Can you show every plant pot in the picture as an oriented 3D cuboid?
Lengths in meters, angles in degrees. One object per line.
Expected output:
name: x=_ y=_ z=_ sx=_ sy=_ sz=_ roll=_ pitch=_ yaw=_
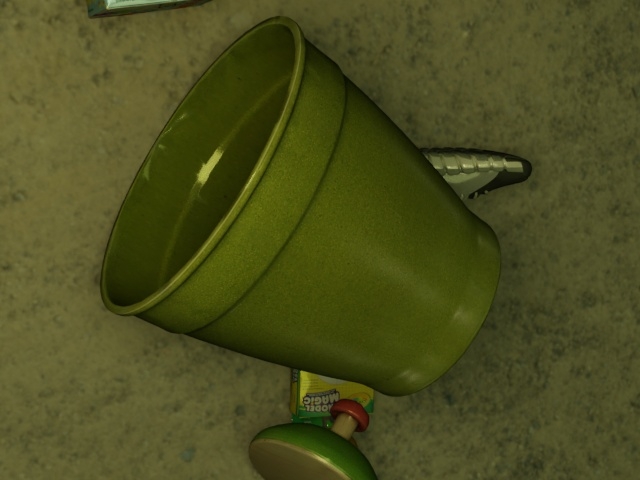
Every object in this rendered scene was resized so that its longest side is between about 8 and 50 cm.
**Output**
plant pot: x=0.000 y=0.000 z=1.397 sx=0.353 sy=0.366 sz=0.366 roll=32 pitch=85 yaw=-24

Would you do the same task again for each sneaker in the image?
sneaker: x=0.156 y=-0.051 z=1.591 sx=0.229 sy=0.086 sz=0.132 roll=1 pitch=100 yaw=-9

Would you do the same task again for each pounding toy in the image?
pounding toy: x=0.033 y=0.280 z=1.545 sx=0.237 sy=0.183 sz=0.110 roll=45 pitch=59 yaw=-19

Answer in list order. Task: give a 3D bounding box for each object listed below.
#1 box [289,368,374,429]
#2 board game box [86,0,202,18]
box: x=0.015 y=0.156 z=1.578 sx=0.105 sy=0.043 sz=0.179 roll=-1 pitch=98 yaw=-19
board game box: x=-0.204 y=-0.399 z=1.386 sx=0.142 sy=0.144 sz=0.275 roll=-11 pitch=98 yaw=-17
